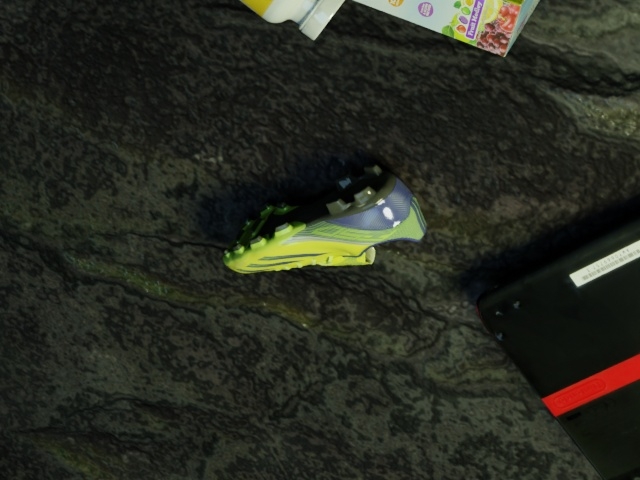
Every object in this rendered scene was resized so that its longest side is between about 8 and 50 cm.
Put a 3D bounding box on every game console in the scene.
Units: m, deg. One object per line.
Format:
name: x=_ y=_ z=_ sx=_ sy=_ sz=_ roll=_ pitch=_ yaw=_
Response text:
game console: x=0.418 y=0.122 z=2.139 sx=0.386 sy=0.060 sz=0.342 roll=-30 pitch=103 yaw=34

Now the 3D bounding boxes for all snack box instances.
snack box: x=0.126 y=-0.287 z=1.891 sx=0.207 sy=0.174 sz=0.070 roll=23 pitch=129 yaw=10

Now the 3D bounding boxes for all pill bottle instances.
pill bottle: x=-0.058 y=-0.304 z=2.019 sx=0.184 sy=0.103 sz=0.103 roll=37 pitch=133 yaw=-4

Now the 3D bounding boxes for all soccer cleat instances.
soccer cleat: x=0.000 y=0.001 z=2.243 sx=0.289 sy=0.093 sz=0.121 roll=-20 pitch=121 yaw=38
